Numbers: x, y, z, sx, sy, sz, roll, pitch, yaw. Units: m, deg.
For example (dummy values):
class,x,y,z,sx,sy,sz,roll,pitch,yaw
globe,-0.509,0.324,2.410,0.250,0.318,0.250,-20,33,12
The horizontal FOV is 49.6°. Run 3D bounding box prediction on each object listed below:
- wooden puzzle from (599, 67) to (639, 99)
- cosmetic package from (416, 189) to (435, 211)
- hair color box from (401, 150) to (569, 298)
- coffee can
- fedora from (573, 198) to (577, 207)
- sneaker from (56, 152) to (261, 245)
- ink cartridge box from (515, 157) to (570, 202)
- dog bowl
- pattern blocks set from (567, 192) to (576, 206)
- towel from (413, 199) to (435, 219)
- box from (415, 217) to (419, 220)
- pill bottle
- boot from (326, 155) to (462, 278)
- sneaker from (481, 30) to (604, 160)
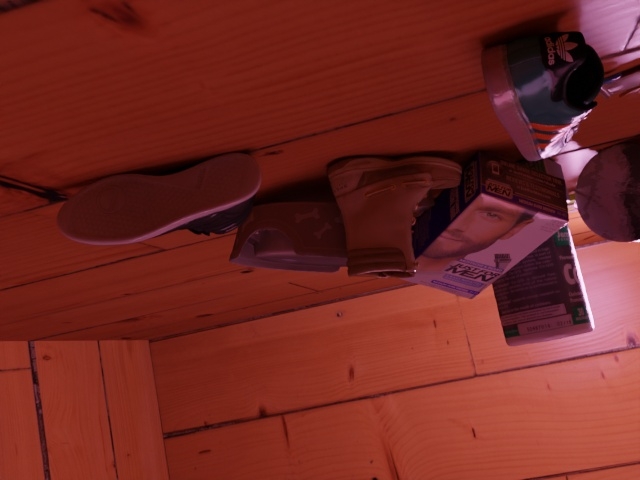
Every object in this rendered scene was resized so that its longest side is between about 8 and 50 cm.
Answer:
class,x,y,z,sx,sy,sz,roll,pitch,yaw
wooden puzzle,0.442,-0.230,1.004,0.078,0.014,0.116,-21,167,25
cosmetic package,0.160,-0.085,1.353,0.115,0.060,0.041,-9,168,-22
hair color box,0.305,-0.016,1.365,0.185,0.110,0.339,16,144,-13
coffee can,0.700,-0.095,1.484,0.275,0.202,0.201,-1,165,-46
fedora,0.739,-0.107,1.737,0.194,0.079,0.194,-16,161,-6
sneaker,-0.227,-0.041,1.032,0.295,0.105,0.147,-15,165,-5
ink cartridge box,0.392,-0.099,1.448,0.208,0.087,0.153,-17,168,30
dog bowl,0.000,0.000,1.333,0.348,0.102,0.349,3,172,0
pattern blocks set,0.668,-0.093,1.947,0.324,0.026,0.285,-10,170,-7
towel,0.176,-0.033,1.717,0.271,0.040,0.370,-8,167,-24
box,0.237,-0.017,1.671,0.145,0.038,0.186,-12,169,-3
pill bottle,0.500,0.057,1.640,0.204,0.361,0.204,-11,170,-2
boot,0.144,-0.038,1.175,0.262,0.204,0.095,-4,168,-31
sneaker,0.299,-0.176,0.873,0.121,0.108,0.302,-12,169,26
